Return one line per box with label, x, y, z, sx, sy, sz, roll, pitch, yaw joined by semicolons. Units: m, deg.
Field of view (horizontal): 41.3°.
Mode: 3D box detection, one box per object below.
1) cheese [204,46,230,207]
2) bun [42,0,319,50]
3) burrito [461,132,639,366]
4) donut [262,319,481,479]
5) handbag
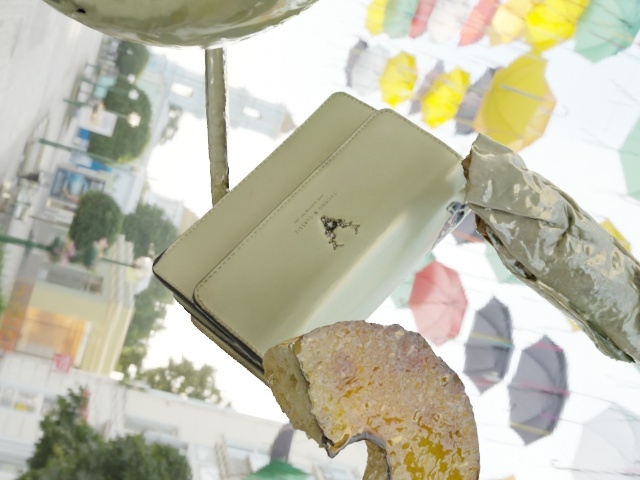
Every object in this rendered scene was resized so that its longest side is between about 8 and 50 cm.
cheese;-0.142;-0.236;1.155;0.085;0.034;0.400;-135;-135;-81
bun;-0.086;-0.318;0.593;0.364;0.364;0.202;-68;165;16
burrito;0.302;0.036;0.977;0.117;0.392;0.076;-52;-171;-14
donut;0.058;0.177;0.738;0.101;0.152;0.259;-6;-76;62
handbag;0.000;0.000;1.066;0.358;0.236;0.160;-45;147;-17
